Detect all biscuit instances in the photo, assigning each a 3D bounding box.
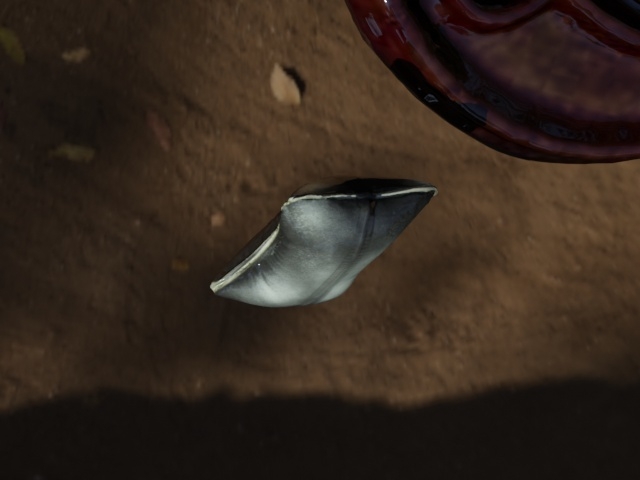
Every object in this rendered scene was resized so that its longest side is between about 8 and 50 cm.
[{"bbox_3d":[0.188,-0.229,0.818,0.407,0.091,0.407,-9,119,-16],"label":"biscuit"}]

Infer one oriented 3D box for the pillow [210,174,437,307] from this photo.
[{"bbox_3d":[0.000,0.002,0.831,0.091,0.055,0.135,21,150,-18],"label":"pillow"}]
